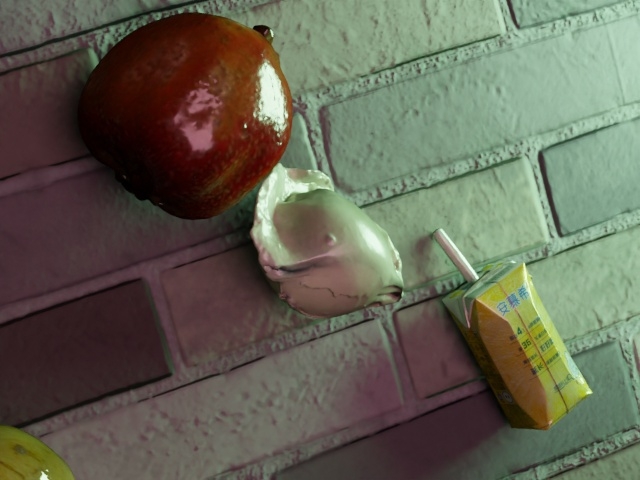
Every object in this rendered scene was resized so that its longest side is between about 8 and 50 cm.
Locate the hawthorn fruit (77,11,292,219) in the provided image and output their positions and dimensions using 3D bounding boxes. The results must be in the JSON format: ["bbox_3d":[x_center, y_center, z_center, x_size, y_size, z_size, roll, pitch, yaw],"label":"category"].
[{"bbox_3d":[-0.102,-0.115,1.537,0.169,0.169,0.188,40,73,-19],"label":"hawthorn fruit"}]

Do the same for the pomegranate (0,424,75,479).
[{"bbox_3d":[-0.264,0.227,1.427,0.191,0.191,0.191,1,88,-26],"label":"pomegranate"}]

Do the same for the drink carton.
[{"bbox_3d":[0.169,0.074,1.708,0.084,0.074,0.200,-35,105,-23],"label":"drink carton"}]

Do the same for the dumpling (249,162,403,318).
[{"bbox_3d":[0.000,0.000,1.617,0.188,0.108,0.127,18,43,-40],"label":"dumpling"}]
